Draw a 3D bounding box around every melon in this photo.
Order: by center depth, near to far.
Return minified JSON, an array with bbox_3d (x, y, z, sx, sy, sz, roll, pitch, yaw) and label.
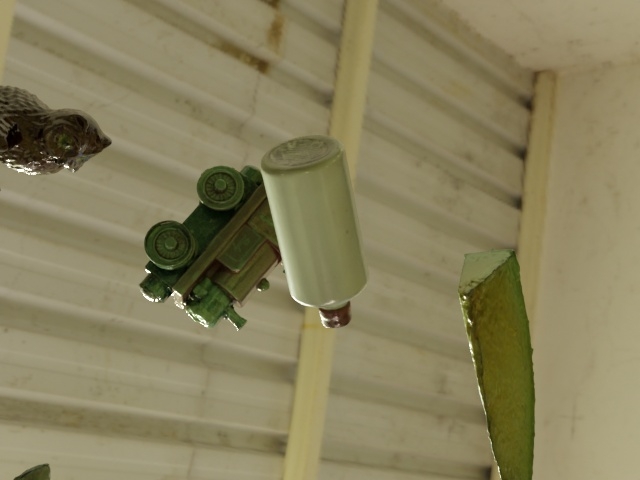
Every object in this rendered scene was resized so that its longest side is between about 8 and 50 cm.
[{"bbox_3d":[0.155,0.129,0.809,0.114,0.053,0.261,24,-121,-64],"label":"melon"}]

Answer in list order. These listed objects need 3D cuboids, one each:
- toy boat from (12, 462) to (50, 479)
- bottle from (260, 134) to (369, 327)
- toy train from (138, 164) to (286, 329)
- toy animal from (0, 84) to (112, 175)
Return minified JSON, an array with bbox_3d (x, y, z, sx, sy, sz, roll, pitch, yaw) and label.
[{"bbox_3d":[-0.415,0.443,1.251,0.206,0.096,0.282,2,-85,-33],"label":"toy boat"},{"bbox_3d":[0.000,0.000,1.146,0.104,0.104,0.245,-39,-52,-39],"label":"bottle"},{"bbox_3d":[-0.165,0.016,1.631,0.221,0.150,0.304,38,-106,6],"label":"toy train"},{"bbox_3d":[-0.297,-0.115,0.907,0.218,0.180,0.116,19,-119,-71],"label":"toy animal"}]
